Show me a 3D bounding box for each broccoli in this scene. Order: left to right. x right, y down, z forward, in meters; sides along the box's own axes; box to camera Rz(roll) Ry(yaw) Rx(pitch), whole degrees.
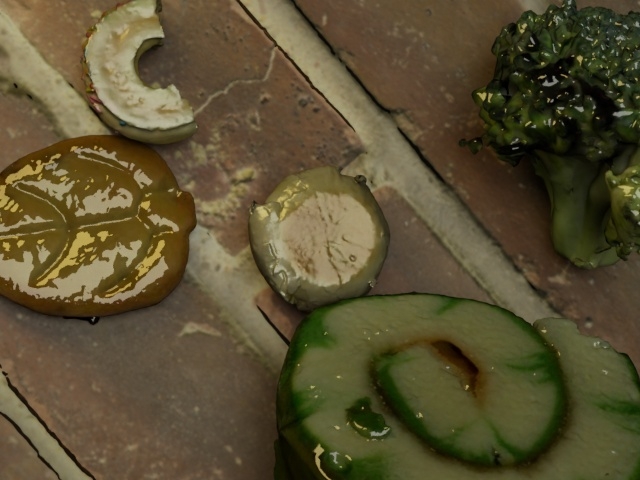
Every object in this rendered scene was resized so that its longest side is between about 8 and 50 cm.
[{"bbox_3d":[0.310,-0.111,1.648,0.293,0.348,0.280,23,111,31],"label":"broccoli"}]

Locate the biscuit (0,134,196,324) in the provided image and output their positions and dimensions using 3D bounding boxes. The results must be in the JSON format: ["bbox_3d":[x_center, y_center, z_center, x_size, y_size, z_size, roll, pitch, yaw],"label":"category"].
[{"bbox_3d":[-0.259,-0.012,1.595,0.260,0.041,0.203,-9,82,-15],"label":"biscuit"}]

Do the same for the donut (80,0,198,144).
[{"bbox_3d":[-0.204,-0.176,1.624,0.108,0.065,0.166,-14,84,-14],"label":"donut"}]

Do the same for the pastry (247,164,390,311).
[{"bbox_3d":[0.000,0.000,1.623,0.166,0.088,0.165,2,79,-11],"label":"pastry"}]

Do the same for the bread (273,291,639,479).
[{"bbox_3d":[0.147,0.186,1.514,0.382,0.129,0.366,-23,51,-30],"label":"bread"}]
